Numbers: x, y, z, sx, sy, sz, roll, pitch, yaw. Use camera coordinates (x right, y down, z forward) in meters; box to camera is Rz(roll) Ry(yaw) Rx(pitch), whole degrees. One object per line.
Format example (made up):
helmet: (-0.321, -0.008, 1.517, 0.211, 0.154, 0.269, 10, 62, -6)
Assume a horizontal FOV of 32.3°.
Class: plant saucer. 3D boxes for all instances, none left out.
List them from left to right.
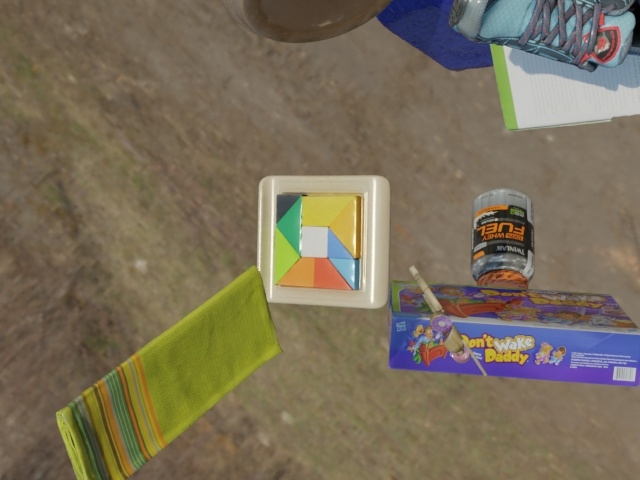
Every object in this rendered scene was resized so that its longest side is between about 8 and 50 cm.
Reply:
plant saucer: (0.001, -0.356, 1.503, 0.278, 0.278, 0.041, 89, 166, -64)

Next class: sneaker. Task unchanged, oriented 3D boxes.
sneaker: (0.239, -0.218, 1.039, 0.125, 0.262, 0.104, 49, 135, 33)

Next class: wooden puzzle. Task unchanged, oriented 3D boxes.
wooden puzzle: (0.000, 0.000, 1.858, 0.238, 0.221, 0.044, 2, -179, 25)

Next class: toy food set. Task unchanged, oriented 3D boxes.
toy food set: (0.121, 0.085, 1.089, 0.078, 0.019, 0.122, 54, -176, -37)

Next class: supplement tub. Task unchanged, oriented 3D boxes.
supplement tub: (0.332, 0.010, 2.012, 0.117, 0.190, 0.117, 4, 149, 2)

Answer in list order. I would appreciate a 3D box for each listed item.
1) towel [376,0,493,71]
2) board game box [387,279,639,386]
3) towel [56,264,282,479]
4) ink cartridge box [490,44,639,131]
towel: (0.254, -0.364, 1.761, 0.227, 0.076, 0.308, 28, 163, -31)
board game box: (0.274, 0.132, 1.630, 0.347, 0.078, 0.233, 4, -169, 2)
towel: (-0.124, 0.123, 0.965, 0.021, 0.237, 0.102, 18, 132, 37)
ink cartridge box: (0.324, -0.235, 1.234, 0.255, 0.097, 0.189, -3, 113, 28)
